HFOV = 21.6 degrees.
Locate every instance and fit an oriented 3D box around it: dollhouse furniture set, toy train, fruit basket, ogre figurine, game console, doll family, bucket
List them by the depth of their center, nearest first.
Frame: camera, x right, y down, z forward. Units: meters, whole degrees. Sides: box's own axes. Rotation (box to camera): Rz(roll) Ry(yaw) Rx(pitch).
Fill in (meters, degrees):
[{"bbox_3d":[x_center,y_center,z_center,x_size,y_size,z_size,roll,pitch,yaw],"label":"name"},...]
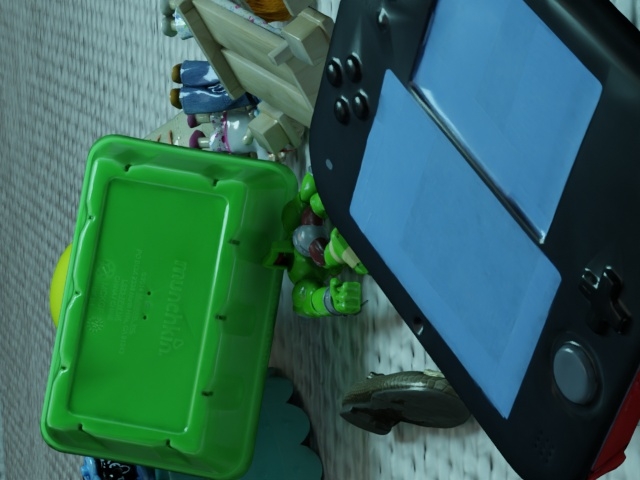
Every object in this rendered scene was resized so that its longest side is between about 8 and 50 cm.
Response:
[{"bbox_3d":[0.115,-0.052,1.153,0.386,0.060,0.342,54,149,35],"label":"game console"},{"bbox_3d":[0.010,-0.215,1.635,0.303,0.174,0.355,35,162,47],"label":"dollhouse furniture set"},{"bbox_3d":[0.000,0.000,1.768,0.118,0.097,0.197,-42,67,50],"label":"ogre figurine"},{"bbox_3d":[-0.089,-0.204,1.866,0.118,0.163,0.263,-18,-75,-68],"label":"doll family"},{"bbox_3d":[-0.187,0.073,1.907,0.392,0.283,0.392,10,-90,-86],"label":"fruit basket"},{"bbox_3d":[-0.225,0.311,1.941,0.184,0.080,0.105,-131,34,-55],"label":"toy train"},{"bbox_3d":[-0.126,0.301,2.039,0.281,0.183,0.281,174,90,-69],"label":"bucket"}]

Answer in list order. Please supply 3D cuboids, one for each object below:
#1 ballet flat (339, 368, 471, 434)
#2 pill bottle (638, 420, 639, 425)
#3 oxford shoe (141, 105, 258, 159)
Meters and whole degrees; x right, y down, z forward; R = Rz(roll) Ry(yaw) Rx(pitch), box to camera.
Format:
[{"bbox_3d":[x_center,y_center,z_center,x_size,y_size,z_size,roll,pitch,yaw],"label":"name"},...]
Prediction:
[{"bbox_3d":[0.084,0.148,1.636,0.058,0.084,0.250,-64,11,-17],"label":"ballet flat"},{"bbox_3d":[0.201,0.082,1.261,0.184,0.103,0.103,177,88,-68],"label":"pill bottle"},{"bbox_3d":[-0.170,-0.088,2.099,0.397,0.147,0.140,126,137,-58],"label":"oxford shoe"}]
